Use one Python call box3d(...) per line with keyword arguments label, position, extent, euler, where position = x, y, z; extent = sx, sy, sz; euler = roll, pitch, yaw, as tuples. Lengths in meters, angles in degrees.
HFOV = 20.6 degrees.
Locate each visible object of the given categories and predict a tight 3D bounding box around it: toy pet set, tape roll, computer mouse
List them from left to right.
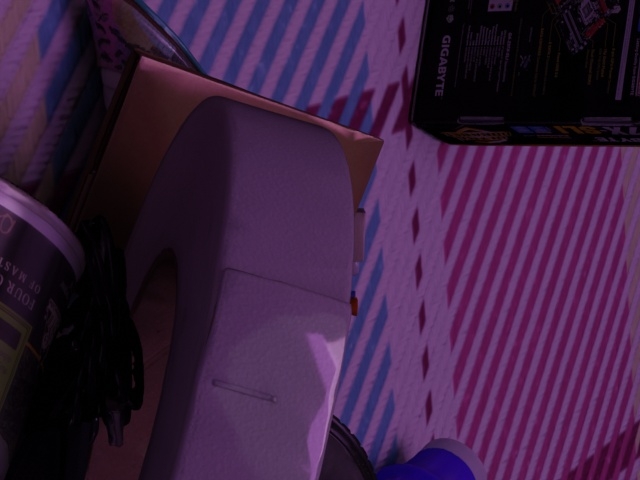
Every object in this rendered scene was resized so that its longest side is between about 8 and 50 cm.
box3d(label="computer mouse", position=(-0.160, 0.136, 0.989), extent=(0.072, 0.188, 0.272), euler=(25, 111, -20))
box3d(label="tape roll", position=(-0.080, 0.111, 0.977), extent=(0.072, 0.392, 0.392), euler=(16, 75, -14))
box3d(label="toy pet set", position=(0.000, 0.000, 1.385), extent=(0.114, 0.065, 0.122), euler=(-102, -166, -83))

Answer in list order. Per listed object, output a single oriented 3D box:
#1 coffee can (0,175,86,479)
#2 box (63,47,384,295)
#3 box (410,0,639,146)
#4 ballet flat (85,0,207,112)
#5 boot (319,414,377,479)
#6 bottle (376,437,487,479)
box3d(label="coffee can", position=(-0.254, 0.101, 0.858), extent=(0.201, 0.201, 0.275), euler=(44, 56, -49))
box3d(label="box", position=(-0.067, -0.022, 1.181), extent=(0.201, 0.021, 0.164), euler=(17, 99, -33))
box3d(label="box", position=(0.223, -0.242, 1.505), extent=(0.079, 0.257, 0.322), euler=(22, 74, -56))
box3d(label="ballet flat", position=(-0.100, -0.083, 1.205), extent=(0.079, 0.077, 0.221), euler=(-56, 140, -10))
box3d(label="boot", position=(-0.063, 0.172, 1.277), extent=(0.246, 0.083, 0.161), euler=(54, 53, -33))
box3d(label="bottle", position=(0.044, 0.258, 1.420), extent=(0.283, 0.092, 0.118), euler=(-38, 130, -49))
